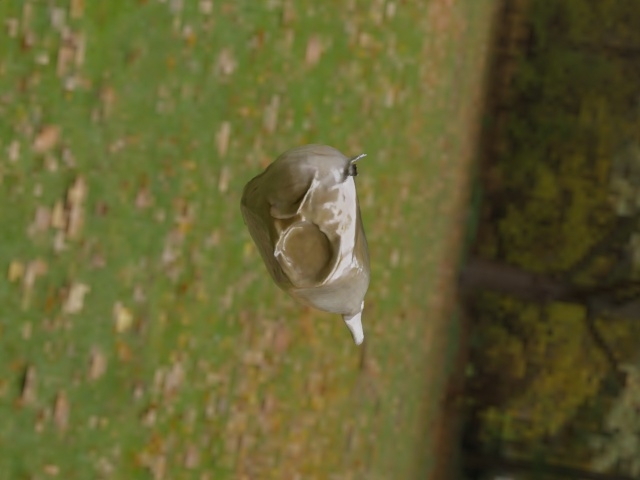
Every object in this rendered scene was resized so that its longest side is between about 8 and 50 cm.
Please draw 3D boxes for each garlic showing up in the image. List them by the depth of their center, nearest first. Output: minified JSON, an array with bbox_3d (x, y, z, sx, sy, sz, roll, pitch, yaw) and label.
[{"bbox_3d":[-0.008,-0.002,0.959,0.152,0.066,0.084,69,23,-74],"label":"garlic"}]
